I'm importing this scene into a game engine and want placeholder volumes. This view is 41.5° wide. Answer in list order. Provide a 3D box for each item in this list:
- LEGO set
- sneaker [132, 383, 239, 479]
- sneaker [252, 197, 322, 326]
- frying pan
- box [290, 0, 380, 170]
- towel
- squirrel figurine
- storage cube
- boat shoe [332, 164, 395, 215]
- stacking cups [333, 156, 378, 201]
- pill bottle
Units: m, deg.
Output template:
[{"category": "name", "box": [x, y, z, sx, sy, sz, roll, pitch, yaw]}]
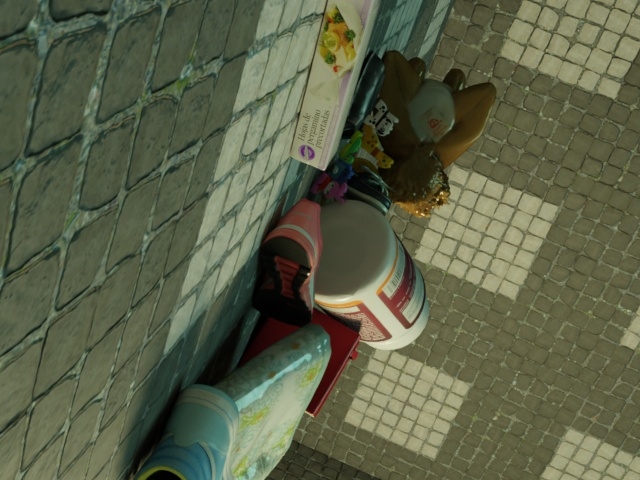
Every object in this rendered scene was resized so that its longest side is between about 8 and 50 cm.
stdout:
[{"category": "LEGO set", "box": [0.090, -0.162, 1.700, 0.227, 0.093, 0.087, -52, 175, 9]}, {"category": "sneaker", "box": [-0.213, 0.385, 1.244, 0.208, 0.127, 0.318, -62, 163, -53]}, {"category": "sneaker", "box": [-0.039, 0.045, 1.528, 0.313, 0.116, 0.136, 104, 9, -55]}, {"category": "frying pan", "box": [0.075, -0.272, 1.698, 0.326, 0.053, 0.197, -62, 173, -66]}, {"category": "box", "box": [0.023, -0.248, 1.227, 0.324, 0.063, 0.067, 107, 10, -45]}, {"category": "towel", "box": [-0.136, 0.348, 1.515, 0.321, 0.090, 0.374, -33, 149, -47]}, {"category": "squirrel figurine", "box": [0.232, -0.261, 2.145, 0.370, 0.281, 0.396, -138, -122, -80]}, {"category": "storage cube", "box": [-0.045, 0.245, 1.801, 0.193, 0.215, 0.183, -59, 173, -11]}, {"category": "boat shoe", "box": [0.095, -0.110, 1.802, 0.079, 0.095, 0.254, -45, -162, -5]}, {"category": "stacking cups", "box": [0.069, -0.078, 2.142, 0.316, 0.096, 0.096, 106, 9, -56]}, {"category": "pill bottle", "box": [0.100, 0.091, 1.825, 0.224, 0.224, 0.392, -66, 152, -15]}]
